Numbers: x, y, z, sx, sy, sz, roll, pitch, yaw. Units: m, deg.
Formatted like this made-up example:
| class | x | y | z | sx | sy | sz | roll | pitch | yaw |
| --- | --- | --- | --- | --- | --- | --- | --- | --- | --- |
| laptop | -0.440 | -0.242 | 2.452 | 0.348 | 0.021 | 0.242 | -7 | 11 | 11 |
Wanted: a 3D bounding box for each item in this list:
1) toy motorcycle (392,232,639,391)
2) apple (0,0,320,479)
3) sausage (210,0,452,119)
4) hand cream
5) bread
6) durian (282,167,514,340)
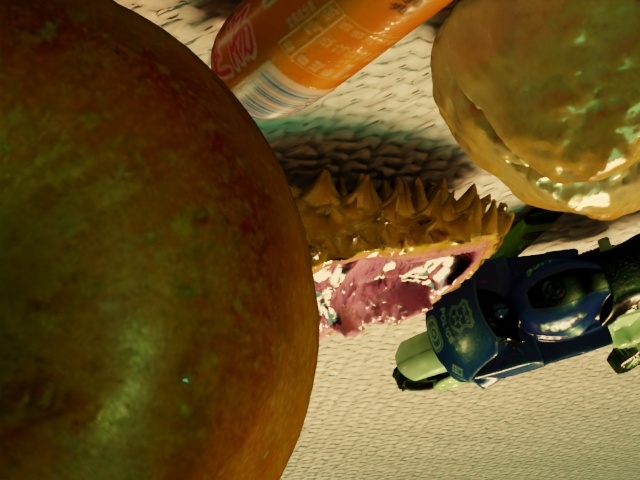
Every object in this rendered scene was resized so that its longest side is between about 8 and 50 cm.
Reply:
| class | x | y | z | sx | sy | sz | roll | pitch | yaw |
| --- | --- | --- | --- | --- | --- | --- | --- | --- | --- |
| toy motorcycle | 0.210 | 0.052 | 1.508 | 0.331 | 0.125 | 0.196 | -20 | 164 | 5 |
| apple | -0.194 | 0.049 | 0.872 | 0.384 | 0.374 | 0.374 | -26 | 165 | -11 |
| sausage | 0.012 | -0.125 | 0.948 | 0.071 | 0.071 | 0.234 | 1 | 157 | -39 |
| hand cream | 0.163 | 0.000 | 1.526 | 0.036 | 0.023 | 0.122 | -8 | 158 | -28 |
| bread | 0.189 | -0.093 | 1.076 | 0.244 | 0.134 | 0.244 | -13 | 160 | -5 |
| durian | 0.001 | 0.001 | 1.282 | 0.341 | 0.112 | 0.191 | -13 | 155 | -30 |
